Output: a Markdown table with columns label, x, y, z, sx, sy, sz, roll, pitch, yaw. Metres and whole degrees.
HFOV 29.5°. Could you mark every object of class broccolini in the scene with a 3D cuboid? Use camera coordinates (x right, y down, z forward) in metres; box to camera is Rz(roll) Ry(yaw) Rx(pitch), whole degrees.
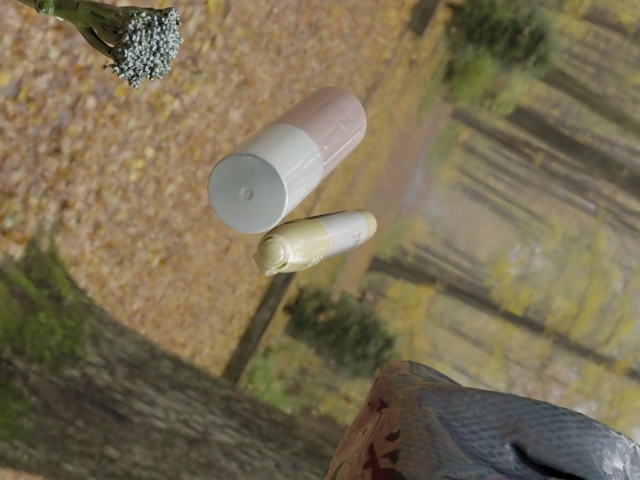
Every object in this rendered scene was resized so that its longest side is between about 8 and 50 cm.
| label | x | y | z | sx | sy | sz | roll | pitch | yaw |
| --- | --- | --- | --- | --- | --- | --- | --- | --- | --- |
| broccolini | -0.190 | -0.174 | 0.968 | 0.058 | 0.216 | 0.067 | 34 | 82 | -49 |

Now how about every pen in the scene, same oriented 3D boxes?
| label | x | y | z | sx | sy | sz | roll | pitch | yaw |
| --- | --- | --- | --- | --- | --- | --- | --- | --- | --- |
| pen | 0.000 | 0.000 | 0.821 | 0.040 | 0.032 | 0.233 | -32 | 175 | 15 |

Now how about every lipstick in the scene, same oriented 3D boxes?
| label | x | y | z | sx | sy | sz | roll | pitch | yaw |
| --- | --- | --- | --- | --- | --- | --- | --- | --- | --- |
| lipstick | -0.023 | -0.077 | 1.069 | 0.070 | 0.070 | 0.254 | -63 | 174 | 24 |

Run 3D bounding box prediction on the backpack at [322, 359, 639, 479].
| label | x | y | z | sx | sy | sz | roll | pitch | yaw |
| --- | --- | --- | --- | --- | --- | --- | --- | --- | --- |
| backpack | 0.103 | 0.222 | 0.417 | 0.283 | 0.317 | 0.197 | -61 | -171 | 24 |
